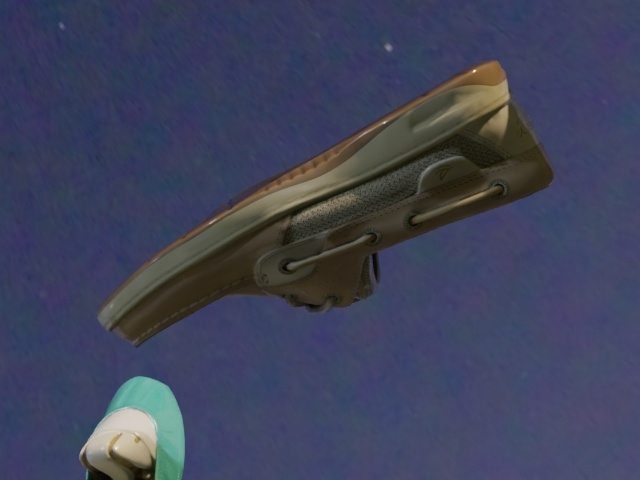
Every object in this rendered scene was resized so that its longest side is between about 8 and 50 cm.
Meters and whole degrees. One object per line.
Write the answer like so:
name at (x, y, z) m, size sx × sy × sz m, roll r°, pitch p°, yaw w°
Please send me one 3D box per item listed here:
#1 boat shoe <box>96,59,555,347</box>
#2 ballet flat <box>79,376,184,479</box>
boat shoe at (0.000, 0.000, 1.013) m, size 0.302 × 0.109 × 0.098 m, roll -29°, pitch -85°, yaw 10°
ballet flat at (-0.161, 0.210, 1.321) m, size 0.083 × 0.247 × 0.087 m, roll -12°, pitch -33°, yaw 19°
